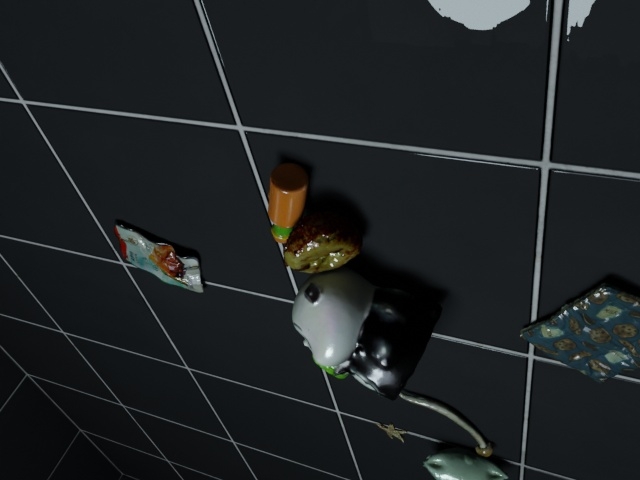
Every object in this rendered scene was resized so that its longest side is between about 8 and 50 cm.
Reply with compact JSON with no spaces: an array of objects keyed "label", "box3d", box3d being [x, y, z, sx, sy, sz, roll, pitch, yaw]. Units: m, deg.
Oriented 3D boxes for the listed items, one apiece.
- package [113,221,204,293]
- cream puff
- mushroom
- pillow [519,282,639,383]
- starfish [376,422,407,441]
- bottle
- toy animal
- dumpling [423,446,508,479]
[{"label":"package","box3d":[-0.376,0.048,1.573,0.231,0.040,0.166,22,145,9]},{"label":"cream puff","box3d":[0.000,0.000,1.203,0.149,0.084,0.149,-11,153,-6]},{"label":"mushroom","box3d":[0.300,0.424,1.610,0.306,0.043,0.068,37,119,-11]},{"label":"pillow","box3d":[0.486,0.164,1.154,0.189,0.034,0.255,30,145,-3]},{"label":"starfish","box3d":[0.189,0.513,1.814,0.086,0.016,0.092,21,147,13]},{"label":"bottle","box3d":[-0.062,-0.057,1.205,0.069,0.069,0.187,23,146,7]},{"label":"toy animal","box3d":[0.070,0.172,1.285,0.266,0.213,0.213,21,145,7]},{"label":"dumpling","box3d":[0.370,0.579,1.722,0.216,0.149,0.105,4,101,20]}]
